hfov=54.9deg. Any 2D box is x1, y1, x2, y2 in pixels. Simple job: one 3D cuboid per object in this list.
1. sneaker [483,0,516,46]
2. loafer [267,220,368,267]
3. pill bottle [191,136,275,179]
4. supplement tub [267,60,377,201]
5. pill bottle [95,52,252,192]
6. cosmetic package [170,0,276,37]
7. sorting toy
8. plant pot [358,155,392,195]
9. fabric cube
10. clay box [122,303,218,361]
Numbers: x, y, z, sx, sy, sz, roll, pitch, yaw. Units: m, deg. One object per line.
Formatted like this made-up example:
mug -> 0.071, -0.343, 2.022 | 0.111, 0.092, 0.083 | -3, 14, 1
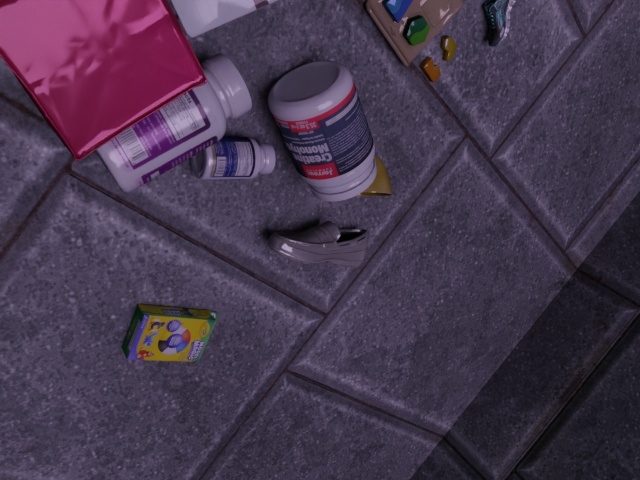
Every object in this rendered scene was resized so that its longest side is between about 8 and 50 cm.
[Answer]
sneaker -> 0.450, -0.586, 1.586 | 0.076, 0.065, 0.167 | 1, 114, -18
loafer -> 0.000, 0.000, 1.588 | 0.319, 0.112, 0.112 | 5, 109, -46
pill bottle -> -0.188, -0.179, 1.343 | 0.169, 0.094, 0.094 | -4, 119, -34
supplement tub -> 0.013, -0.242, 1.382 | 0.191, 0.191, 0.272 | -36, 132, -12
pill bottle -> -0.290, -0.235, 1.184 | 0.301, 0.169, 0.169 | -33, 131, -15
cosmetic package -> -0.076, -0.493, 0.925 | 0.384, 0.156, 0.217 | -25, 128, 0
sorting toy -> 0.258, -0.534, 1.480 | 0.229, 0.041, 0.307 | -49, 134, 0
plant pot -> 0.116, -0.164, 1.562 | 0.134, 0.134, 0.095 | 2, 91, -36
fabric cube -> -0.383, -0.331, 0.995 | 0.254, 0.258, 0.259 | -36, 132, -14
clay box -> -0.355, 0.230, 1.504 | 0.222, 0.053, 0.128 | 11, 110, -39
